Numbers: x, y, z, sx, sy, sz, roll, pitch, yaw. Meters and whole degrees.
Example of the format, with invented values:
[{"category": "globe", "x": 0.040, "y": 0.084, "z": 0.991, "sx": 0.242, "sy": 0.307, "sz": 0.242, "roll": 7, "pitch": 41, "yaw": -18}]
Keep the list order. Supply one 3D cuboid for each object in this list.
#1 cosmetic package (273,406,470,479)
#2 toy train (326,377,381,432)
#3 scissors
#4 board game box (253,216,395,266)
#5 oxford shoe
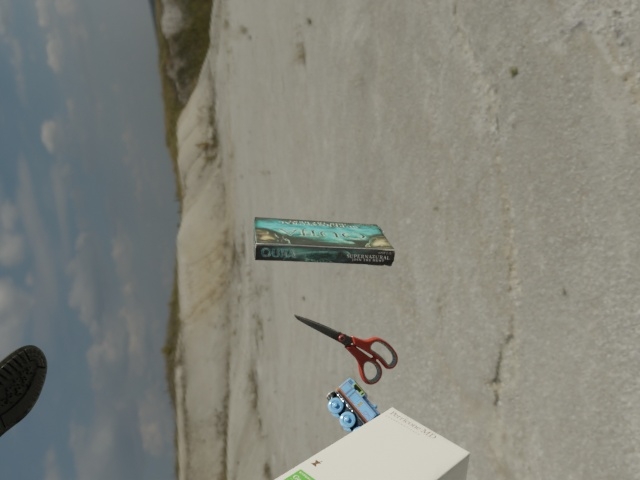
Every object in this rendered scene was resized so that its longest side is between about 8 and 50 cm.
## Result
[{"category": "cosmetic package", "x": 0.078, "y": 0.465, "z": 1.103, "sx": 0.197, "sy": 0.366, "sz": 0.155, "roll": 21, "pitch": 118, "yaw": 40}, {"category": "toy train", "x": 0.098, "y": 0.453, "z": 1.639, "sx": 0.184, "sy": 0.105, "sz": 0.080, "roll": 46, "pitch": 170, "yaw": 26}, {"category": "scissors", "x": 0.067, "y": 0.228, "z": 1.475, "sx": 0.297, "sy": 0.109, "sz": 0.021, "roll": 44, "pitch": 170, "yaw": -20}, {"category": "board game box", "x": 0.000, "y": 0.000, "z": 0.877, "sx": 0.126, "sy": 0.186, "sz": 0.026, "roll": -111, "pitch": 25, "yaw": -71}, {"category": "oxford shoe", "x": -0.455, "y": 0.231, "z": 0.827, "sx": 0.082, "sy": 0.096, "sz": 0.227, "roll": 59, "pitch": -139, "yaw": -30}]
